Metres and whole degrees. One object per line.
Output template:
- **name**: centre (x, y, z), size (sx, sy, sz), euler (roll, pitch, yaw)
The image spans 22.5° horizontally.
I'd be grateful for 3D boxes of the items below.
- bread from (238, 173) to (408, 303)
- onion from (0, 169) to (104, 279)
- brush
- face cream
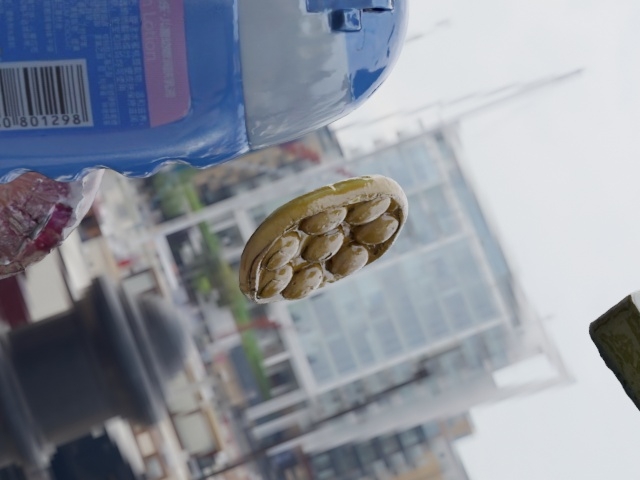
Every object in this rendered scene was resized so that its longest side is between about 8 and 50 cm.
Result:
- **bread**: centre (0.000, 0.000, 0.898), size (0.024, 0.110, 0.110), euler (60, -8, 25)
- **onion**: centre (-0.277, -0.083, 1.244), size (0.161, 0.248, 0.248), euler (-66, 141, -61)
- **brush**: centre (0.300, 0.101, 1.367), size (0.123, 0.059, 0.197), euler (59, 23, 12)
- **face cream**: centre (-0.092, -0.101, 0.713), size (0.083, 0.264, 0.149), euler (-74, 161, -84)
